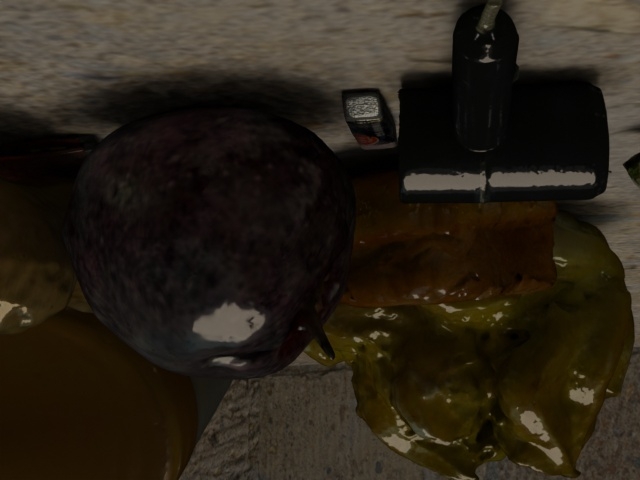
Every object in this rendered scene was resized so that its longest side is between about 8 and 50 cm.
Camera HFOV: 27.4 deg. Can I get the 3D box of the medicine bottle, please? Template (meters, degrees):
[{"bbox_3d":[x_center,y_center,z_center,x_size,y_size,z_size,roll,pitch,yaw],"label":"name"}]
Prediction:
[{"bbox_3d":[-0.213,0.129,1.228,0.237,0.238,0.232,-2,-162,13],"label":"medicine bottle"}]

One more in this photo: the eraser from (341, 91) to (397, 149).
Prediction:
[{"bbox_3d":[0.032,-0.075,0.844,0.027,0.019,0.099,-2,172,9],"label":"eraser"}]

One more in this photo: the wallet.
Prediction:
[{"bbox_3d":[-0.211,-0.045,1.006,0.103,0.020,0.196,-9,170,-4],"label":"wallet"}]

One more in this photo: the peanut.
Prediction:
[{"bbox_3d":[-0.201,0.006,0.907,0.101,0.117,0.263,-26,170,26],"label":"peanut"}]

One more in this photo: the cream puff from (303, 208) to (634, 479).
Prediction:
[{"bbox_3d":[0.130,0.102,1.254,0.324,0.257,0.291,1,168,-10],"label":"cream puff"}]

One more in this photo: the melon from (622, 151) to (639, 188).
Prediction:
[{"bbox_3d":[0.311,-0.031,0.862,0.202,0.140,0.093,-12,-172,43],"label":"melon"}]

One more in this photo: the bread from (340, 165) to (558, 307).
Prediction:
[{"bbox_3d":[0.000,0.000,1.067,0.380,0.109,0.185,-4,-178,37],"label":"bread"}]

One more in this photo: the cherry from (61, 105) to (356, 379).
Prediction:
[{"bbox_3d":[-0.071,-0.001,0.833,0.195,0.195,0.195,0,171,0],"label":"cherry"}]

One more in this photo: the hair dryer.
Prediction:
[{"bbox_3d":[0.099,-0.079,0.713,0.124,0.072,0.219,-3,162,7],"label":"hair dryer"}]
